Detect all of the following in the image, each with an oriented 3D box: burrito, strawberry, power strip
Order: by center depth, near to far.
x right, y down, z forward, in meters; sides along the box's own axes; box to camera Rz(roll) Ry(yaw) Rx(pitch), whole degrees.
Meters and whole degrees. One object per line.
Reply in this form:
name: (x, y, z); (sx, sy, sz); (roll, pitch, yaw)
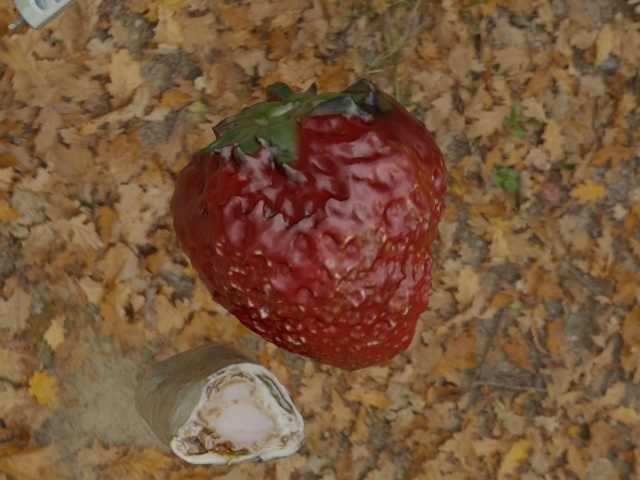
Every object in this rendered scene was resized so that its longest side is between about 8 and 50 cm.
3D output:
strawberry: (0.000, 0.000, 0.767); (0.257, 0.257, 0.277); (-29, 113, -18)
burrito: (-0.118, 0.174, 0.899); (0.143, 0.299, 0.105); (-15, 92, -19)
power strip: (-0.346, -0.342, 1.108); (0.191, 0.030, 0.048); (-34, 103, 8)
